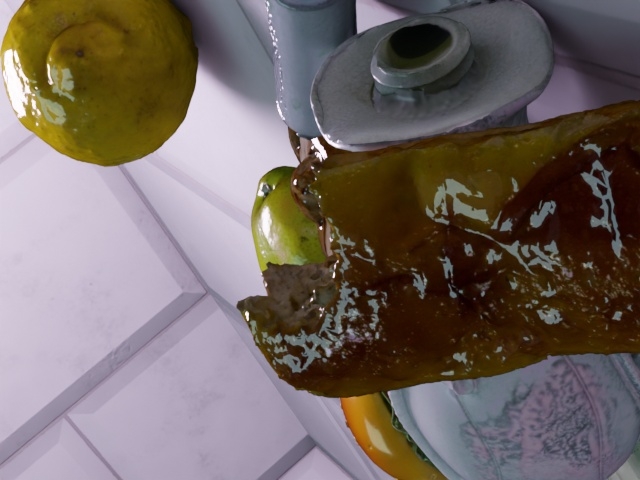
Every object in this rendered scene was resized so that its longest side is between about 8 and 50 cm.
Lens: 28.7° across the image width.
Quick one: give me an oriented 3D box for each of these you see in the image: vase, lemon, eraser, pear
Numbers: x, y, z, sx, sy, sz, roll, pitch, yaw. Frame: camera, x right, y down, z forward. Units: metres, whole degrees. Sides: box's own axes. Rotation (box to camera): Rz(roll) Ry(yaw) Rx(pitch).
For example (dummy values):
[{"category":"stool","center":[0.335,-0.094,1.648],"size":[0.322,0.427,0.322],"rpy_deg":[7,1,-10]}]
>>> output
[{"category":"vase","center":[0.144,0.018,1.043],"size":[0.250,0.250,0.445],"rpy_deg":[35,156,48]},{"category":"lemon","center":[-0.296,-0.233,1.705],"size":[0.285,0.285,0.316],"rpy_deg":[45,165,21]},{"category":"eraser","center":[-0.005,-0.210,1.055],"size":[0.227,0.081,0.174],"rpy_deg":[89,-179,-70]},{"category":"pear","center":[0.000,0.000,1.573],"size":[0.220,0.187,0.187],"rpy_deg":[55,167,0]}]

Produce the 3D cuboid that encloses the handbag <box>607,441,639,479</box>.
[{"category":"handbag","center":[0.371,0.242,1.233],"size":[0.256,0.079,0.219],"rpy_deg":[26,148,57]}]

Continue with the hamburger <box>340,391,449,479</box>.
[{"category":"hamburger","center":[0.123,0.200,1.567],"size":[0.246,0.170,0.246],"rpy_deg":[45,-159,-22]}]

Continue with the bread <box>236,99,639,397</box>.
[{"category":"bread","center":[0.116,0.005,0.830],"size":[0.380,0.109,0.185],"rpy_deg":[-11,123,23]}]

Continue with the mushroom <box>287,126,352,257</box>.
[{"category":"mushroom","center":[0.050,-0.053,1.258],"size":[0.253,0.153,0.253],"rpy_deg":[-17,-90,-89]}]
